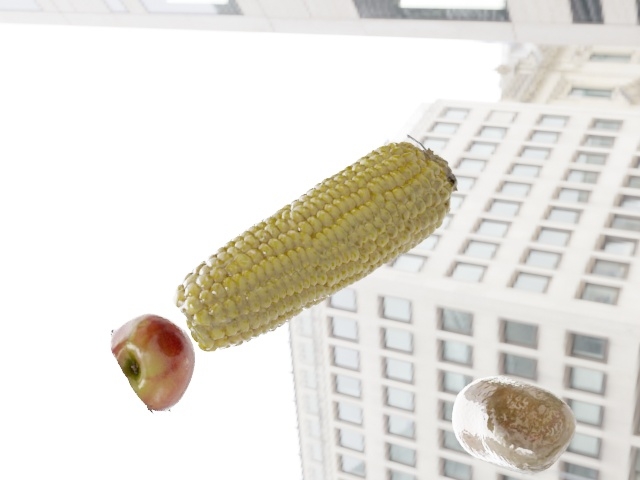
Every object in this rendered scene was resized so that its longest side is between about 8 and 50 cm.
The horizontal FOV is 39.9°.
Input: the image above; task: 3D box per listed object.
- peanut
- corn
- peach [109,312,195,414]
[{"bbox_3d":[0.160,0.152,0.729,0.152,0.076,0.076,169,114,-75],"label":"peanut"},{"bbox_3d":[0.000,0.000,0.822,0.305,0.106,0.106,-30,-53,-26],"label":"corn"},{"bbox_3d":[-0.145,0.107,0.812,0.098,0.061,0.098,52,-166,-18],"label":"peach"}]
